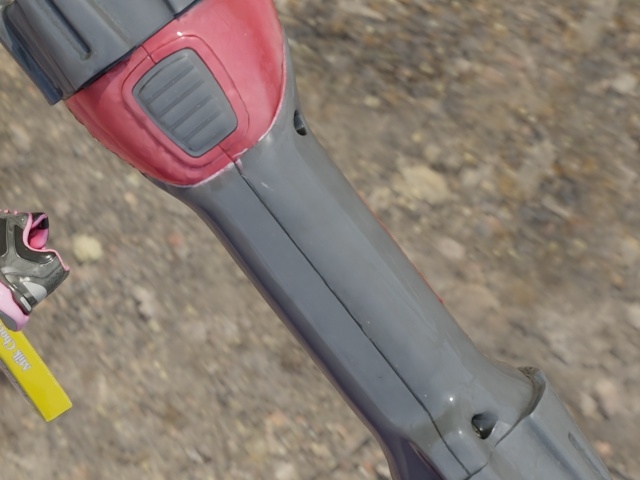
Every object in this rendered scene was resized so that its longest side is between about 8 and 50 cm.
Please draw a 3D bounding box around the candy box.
[{"bbox_3d":[-0.251,0.037,1.384,0.027,0.105,0.206,-35,101,-10],"label":"candy box"}]

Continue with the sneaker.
[{"bbox_3d":[-0.178,0.000,1.085,0.057,0.119,0.047,-41,138,-4],"label":"sneaker"}]

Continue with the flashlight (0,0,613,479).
[{"bbox_3d":[0.000,0.000,0.763,0.304,0.103,0.103,52,58,-11],"label":"flashlight"}]
